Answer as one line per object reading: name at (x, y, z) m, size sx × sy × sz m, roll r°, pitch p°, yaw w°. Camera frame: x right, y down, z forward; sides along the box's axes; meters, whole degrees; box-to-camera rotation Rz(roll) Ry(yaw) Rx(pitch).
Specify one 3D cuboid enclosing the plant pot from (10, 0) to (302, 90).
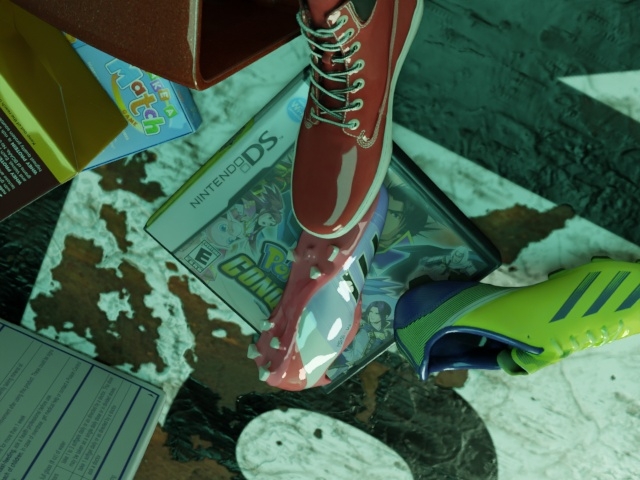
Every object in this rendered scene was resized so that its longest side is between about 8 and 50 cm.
plant pot at (-0.134, -0.290, 0.630) m, size 0.235 × 0.267 × 0.267 m, roll 14°, pitch 118°, yaw 14°

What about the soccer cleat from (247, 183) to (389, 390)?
soccer cleat at (0.013, 0.045, 0.835) m, size 0.095 × 0.083 × 0.248 m, roll 11°, pitch 116°, yaw -34°

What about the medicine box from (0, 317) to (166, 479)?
medicine box at (-0.347, 0.231, 0.896) m, size 0.289 × 0.263 × 0.149 m, roll 25°, pitch 116°, yaw -5°

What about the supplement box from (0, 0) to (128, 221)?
supplement box at (-0.320, -0.114, 0.755) m, size 0.194 × 0.129 × 0.191 m, roll -28°, pitch 109°, yaw 20°

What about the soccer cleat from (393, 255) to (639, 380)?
soccer cleat at (0.214, 0.085, 0.813) m, size 0.289 × 0.121 × 0.093 m, roll -5°, pitch 129°, yaw -3°

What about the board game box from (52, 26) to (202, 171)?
board game box at (-0.243, -0.148, 0.822) m, size 0.211 × 0.039 × 0.160 m, roll -16°, pitch 113°, yaw 16°

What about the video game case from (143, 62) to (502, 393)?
video game case at (0.000, 0.000, 0.866) m, size 0.248 × 0.035 × 0.275 m, roll -40°, pitch 105°, yaw 22°

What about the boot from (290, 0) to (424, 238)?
boot at (0.008, -0.123, 0.683) m, size 0.088 × 0.176 × 0.244 m, roll 16°, pitch 94°, yaw 18°
